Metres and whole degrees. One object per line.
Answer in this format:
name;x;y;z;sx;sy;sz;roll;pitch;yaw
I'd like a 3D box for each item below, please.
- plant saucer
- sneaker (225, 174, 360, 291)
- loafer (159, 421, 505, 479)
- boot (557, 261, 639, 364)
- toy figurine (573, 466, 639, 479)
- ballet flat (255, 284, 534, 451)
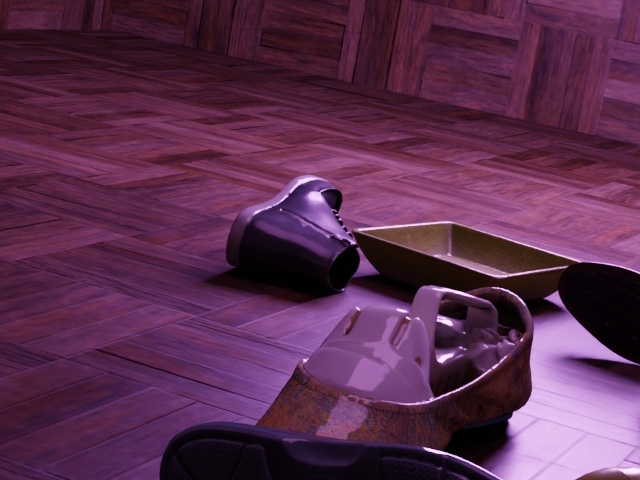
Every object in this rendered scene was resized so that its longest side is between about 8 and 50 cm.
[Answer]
plant saucer;0.154;0.027;1.656;0.188;0.045;0.188;19;14;36
sneaker;0.000;0.000;1.614;0.118;0.083;0.222;20;23;17
loafer;0.040;0.152;0.880;0.267;0.096;0.084;13;6;27
boot;0.335;0.084;1.494;0.219;0.082;0.106;28;9;29
toy figurine;0.295;0.087;0.882;0.362;0.217;0.191;-1;6;25
ballet flat;0.059;0.093;1.107;0.123;0.123;0.348;16;14;28
